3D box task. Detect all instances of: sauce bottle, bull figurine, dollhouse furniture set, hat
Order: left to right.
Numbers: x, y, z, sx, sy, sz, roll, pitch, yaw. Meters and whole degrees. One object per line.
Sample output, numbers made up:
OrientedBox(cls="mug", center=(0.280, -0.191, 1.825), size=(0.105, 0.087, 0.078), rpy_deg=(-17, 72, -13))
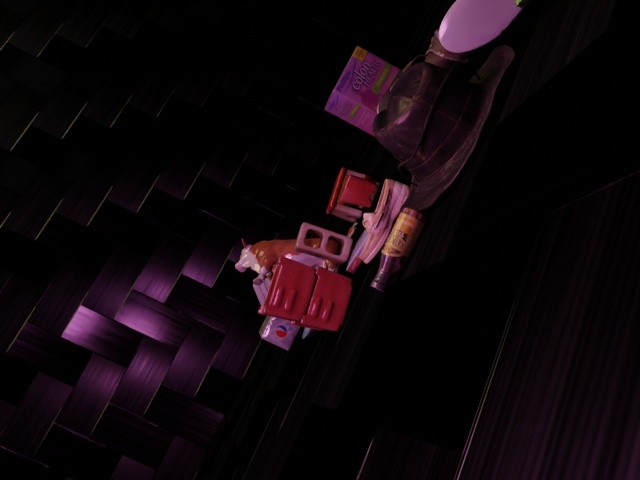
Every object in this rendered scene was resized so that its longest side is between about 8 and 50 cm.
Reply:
OrientedBox(cls="bull figurine", center=(-0.089, 0.061, 1.414), size=(0.188, 0.311, 0.101), rpy_deg=(-90, -11, -48))
OrientedBox(cls="dollhouse furniture set", center=(0.000, 0.000, 1.115), size=(0.201, 0.152, 0.373), rpy_deg=(134, 154, -76))
OrientedBox(cls="sauce bottle", center=(0.113, 0.015, 0.775), size=(0.128, 0.042, 0.042), rpy_deg=(-65, 4, -4))
OrientedBox(cls="hat", center=(0.161, -0.192, 0.851), size=(0.331, 0.134, 0.331), rpy_deg=(-63, 4, 9))

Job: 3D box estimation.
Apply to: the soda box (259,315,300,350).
OrientedBox(cls="soda box", center=(-0.140, 0.293, 1.749), size=(0.091, 0.098, 0.286), rpy_deg=(-64, 5, -9))

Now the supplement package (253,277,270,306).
OrientedBox(cls="supplement package", center=(-0.116, 0.151, 1.694), size=(0.180, 0.105, 0.105), rpy_deg=(-23, 0, -7))

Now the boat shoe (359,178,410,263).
OrientedBox(cls="boat shoe", center=(0.110, -0.039, 1.015), size=(0.170, 0.059, 0.063), rpy_deg=(-63, 4, 1))

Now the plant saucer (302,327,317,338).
OrientedBox(cls="plant saucer", center=(-0.009, 0.190, 1.294), size=(0.119, 0.021, 0.119), rpy_deg=(-63, 3, 7))

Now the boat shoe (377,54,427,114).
OrientedBox(cls="boat shoe", center=(0.219, -0.363, 1.313), size=(0.095, 0.112, 0.335), rpy_deg=(-55, 10, 43))

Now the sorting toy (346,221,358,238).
OrientedBox(cls="sorting toy", center=(0.087, -0.024, 1.510), size=(0.083, 0.012, 0.062), rpy_deg=(-61, 4, 25))

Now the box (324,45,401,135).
OrientedBox(cls="box", center=(0.173, -0.489, 1.771), size=(0.213, 0.243, 0.117), rpy_deg=(-64, 4, -24))

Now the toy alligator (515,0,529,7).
OrientedBox(cls="toy alligator", center=(0.319, -0.377, 0.663), size=(0.051, 0.056, 0.189), rpy_deg=(58, 132, 34))

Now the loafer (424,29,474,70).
OrientedBox(cls="loafer", center=(0.271, -0.389, 1.127), size=(0.251, 0.095, 0.087), rpy_deg=(-61, -12, -71))

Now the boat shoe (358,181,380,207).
OrientedBox(cls="boat shoe", center=(0.114, -0.143, 1.499), size=(0.080, 0.074, 0.223), rpy_deg=(-63, 5, -2))

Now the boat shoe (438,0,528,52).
OrientedBox(cls="boat shoe", center=(0.271, -0.358, 0.772), size=(0.219, 0.077, 0.070), rpy_deg=(-37, 6, 22))

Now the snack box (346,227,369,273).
OrientedBox(cls="snack box", center=(0.106, -0.012, 1.139), size=(0.178, 0.022, 0.064), rpy_deg=(-60, 7, 32))
